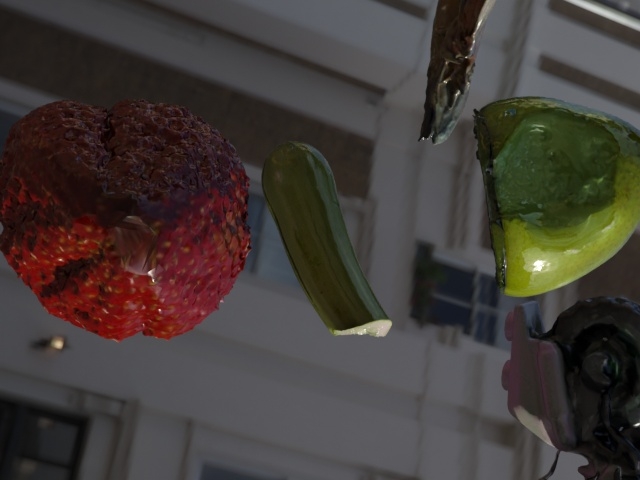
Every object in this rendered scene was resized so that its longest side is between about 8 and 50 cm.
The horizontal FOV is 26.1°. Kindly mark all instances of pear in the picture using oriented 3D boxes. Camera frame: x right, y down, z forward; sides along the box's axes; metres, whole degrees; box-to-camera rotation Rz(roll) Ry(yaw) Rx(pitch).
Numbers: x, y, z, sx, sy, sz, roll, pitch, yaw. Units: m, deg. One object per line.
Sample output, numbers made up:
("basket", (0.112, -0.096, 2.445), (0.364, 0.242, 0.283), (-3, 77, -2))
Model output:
("pear", (0.342, -0.068, 1.885), (0.159, 0.292, 0.292), (120, -14, -83))

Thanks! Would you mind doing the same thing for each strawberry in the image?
("strawberry", (-0.181, -0.015, 1.305), (0.288, 0.250, 0.238), (-153, -120, -73))

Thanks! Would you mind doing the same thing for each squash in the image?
("squash", (0.000, 0.000, 1.529), (0.083, 0.083, 0.250), (-49, -124, 48))

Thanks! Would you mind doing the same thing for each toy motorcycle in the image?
("toy motorcycle", (0.170, 0.202, 1.047), (0.143, 0.188, 0.327), (-10, 103, -65))

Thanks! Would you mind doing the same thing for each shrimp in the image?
("shrimp", (0.170, -0.264, 1.567), (0.164, 0.062, 0.316), (168, -65, -79))
